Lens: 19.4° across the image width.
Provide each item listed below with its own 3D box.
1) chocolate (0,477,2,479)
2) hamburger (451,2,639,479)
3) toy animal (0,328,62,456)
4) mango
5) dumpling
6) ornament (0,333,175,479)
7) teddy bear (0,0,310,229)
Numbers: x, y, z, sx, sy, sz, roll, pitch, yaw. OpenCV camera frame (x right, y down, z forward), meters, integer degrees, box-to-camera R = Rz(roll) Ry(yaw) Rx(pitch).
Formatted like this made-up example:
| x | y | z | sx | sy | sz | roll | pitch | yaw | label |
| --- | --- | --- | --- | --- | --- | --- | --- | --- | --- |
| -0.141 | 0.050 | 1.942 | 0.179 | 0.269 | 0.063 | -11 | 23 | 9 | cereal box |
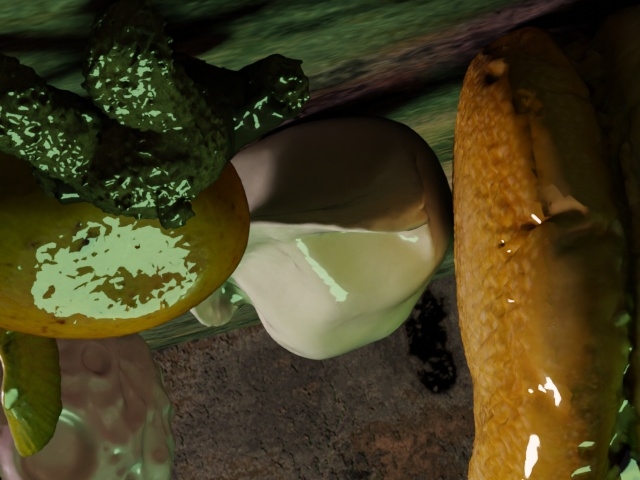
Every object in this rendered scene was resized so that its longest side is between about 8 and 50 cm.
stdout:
| x | y | z | sx | sy | sz | roll | pitch | yaw | label |
| --- | --- | --- | --- | --- | --- | --- | --- | --- | --- |
| -0.316 | 0.130 | 0.663 | 0.297 | 0.326 | 0.314 | 8 | -139 | 42 | chocolate |
| 0.152 | 0.028 | 0.981 | 0.170 | 0.314 | 0.290 | -2 | 161 | -3 | hamburger |
| -0.171 | 0.026 | 0.949 | 0.155 | 0.095 | 0.219 | -12 | 136 | -40 | toy animal |
| -0.113 | -0.004 | 0.844 | 0.165 | 0.089 | 0.115 | -13 | 135 | -12 | mango |
| 0.000 | 0.000 | 1.081 | 0.162 | 0.132 | 0.250 | -20 | 175 | 1 | dumpling |
| -0.215 | 0.144 | 1.259 | 0.225 | 0.259 | 0.259 | 34 | 151 | -22 | ornament |
| -0.065 | -0.040 | 0.716 | 0.119 | 0.078 | 0.160 | -21 | 173 | 16 | teddy bear |
